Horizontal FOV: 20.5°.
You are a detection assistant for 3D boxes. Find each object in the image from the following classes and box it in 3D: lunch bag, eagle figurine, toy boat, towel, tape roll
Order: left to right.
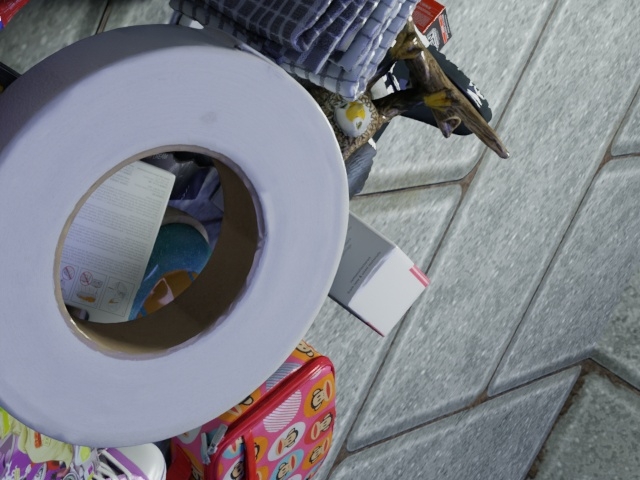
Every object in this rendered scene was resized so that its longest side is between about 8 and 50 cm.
[{"bbox_3d":[-0.154,-0.002,1.574,0.392,0.072,0.392,-15,120,-28],"label":"tape roll"},{"bbox_3d":[-0.131,0.031,1.863,0.318,0.148,0.267,-41,156,-20],"label":"toy boat"},{"bbox_3d":[-0.103,0.264,2.284,0.258,0.120,0.293,-38,153,-25],"label":"lunch bag"},{"bbox_3d":[-0.008,-0.302,1.607,0.284,0.235,0.121,-58,153,0],"label":"towel"},{"bbox_3d":[0.002,-0.101,1.793,0.298,0.226,0.225,-38,149,-6],"label":"eagle figurine"}]

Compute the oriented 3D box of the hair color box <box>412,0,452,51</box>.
[{"bbox_3d":[0.097,-0.222,2.130,0.141,0.043,0.072,-50,155,-12],"label":"hair color box"}]

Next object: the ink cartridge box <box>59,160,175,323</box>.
[{"bbox_3d":[-0.228,-0.002,1.677,0.145,0.045,0.179,20,89,-38],"label":"ink cartridge box"}]

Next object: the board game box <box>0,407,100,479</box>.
[{"bbox_3d":[-0.309,0.177,1.736,0.208,0.056,0.347,-54,151,-38],"label":"board game box"}]

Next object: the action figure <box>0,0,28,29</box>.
[{"bbox_3d":[-0.334,-0.159,1.330,0.280,0.091,0.139,-44,159,-14],"label":"action figure"}]

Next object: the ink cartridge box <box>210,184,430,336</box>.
[{"bbox_3d":[0.000,0.000,2.012,0.092,0.218,0.158,-50,156,-2],"label":"ink cartridge box"}]

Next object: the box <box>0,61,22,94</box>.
[{"bbox_3d":[-0.334,-0.055,1.518,0.231,0.056,0.183,-56,155,0],"label":"box"}]

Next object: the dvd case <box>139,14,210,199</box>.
[{"bbox_3d":[-0.133,-0.139,1.837,0.164,0.018,0.221,-3,123,-61],"label":"dvd case"}]

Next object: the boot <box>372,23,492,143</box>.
[{"bbox_3d":[0.064,-0.139,2.026,0.246,0.094,0.207,42,77,-35],"label":"boot"}]

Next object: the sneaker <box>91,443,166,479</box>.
[{"bbox_3d":[-0.276,0.274,1.987,0.282,0.102,0.161,-33,144,-41],"label":"sneaker"}]
